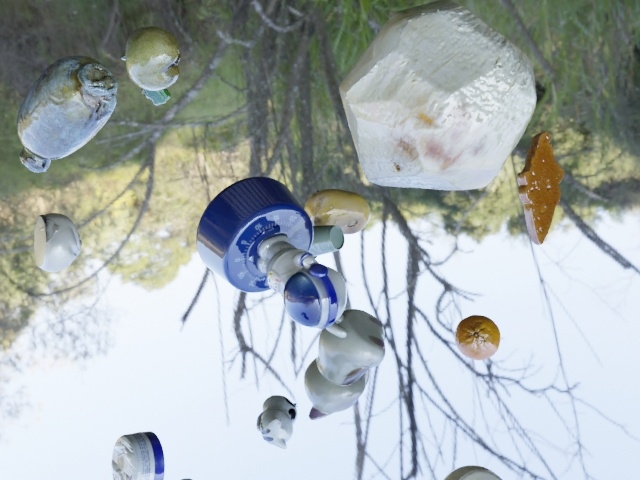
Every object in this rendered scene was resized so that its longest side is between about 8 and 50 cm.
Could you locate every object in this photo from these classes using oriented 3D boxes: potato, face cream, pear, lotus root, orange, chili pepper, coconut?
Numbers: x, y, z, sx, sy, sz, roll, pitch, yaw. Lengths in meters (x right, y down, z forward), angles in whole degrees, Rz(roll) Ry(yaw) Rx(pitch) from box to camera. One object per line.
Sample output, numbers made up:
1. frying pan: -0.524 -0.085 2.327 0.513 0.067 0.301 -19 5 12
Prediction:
1. potato: 0.058 -0.097 2.239 0.234 0.146 0.150 2 162 -32
2. face cream: -0.597 0.728 2.199 0.111 0.205 0.206 4 176 -40
3. pear: -0.432 -0.472 1.761 0.137 0.167 0.167 7 -170 -2
4. lotus root: -0.561 -0.278 1.472 0.350 0.175 0.175 -33 177 36
5. orange: 0.461 0.285 1.987 0.136 0.135 0.117 -12 -179 13
6. chili pepper: -0.631 -0.585 2.444 0.083 0.253 0.099 -41 -131 -8
7. coconut: 0.236 -0.279 1.439 0.416 0.415 0.345 -9 176 28

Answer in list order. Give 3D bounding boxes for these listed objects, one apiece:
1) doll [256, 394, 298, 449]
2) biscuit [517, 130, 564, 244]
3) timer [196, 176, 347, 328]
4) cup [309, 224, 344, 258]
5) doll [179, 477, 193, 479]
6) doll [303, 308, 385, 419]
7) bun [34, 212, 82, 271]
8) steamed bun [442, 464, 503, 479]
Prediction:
1. doll: -0.125 0.525 1.972 0.107 0.110 0.180 -18 -169 11
2. biscuit: 0.542 -0.129 1.674 0.183 0.280 0.043 0 -174 -38
3. timer: -0.080 0.053 1.515 0.271 0.270 0.383 -19 -139 -28
4. cup: 0.000 0.000 2.123 0.141 0.119 0.120 -8 -168 34
5. doll: -0.207 0.600 1.342 0.113 0.275 0.155 -14 -154 47
6. doll: 0.076 0.376 2.116 0.226 0.370 0.215 6 -148 -14
7. bun: -0.758 0.007 1.969 0.120 0.172 0.173 3 178 -34
8. steamed bun: 0.403 0.723 1.806 0.232 0.231 0.145 -20 162 -29
